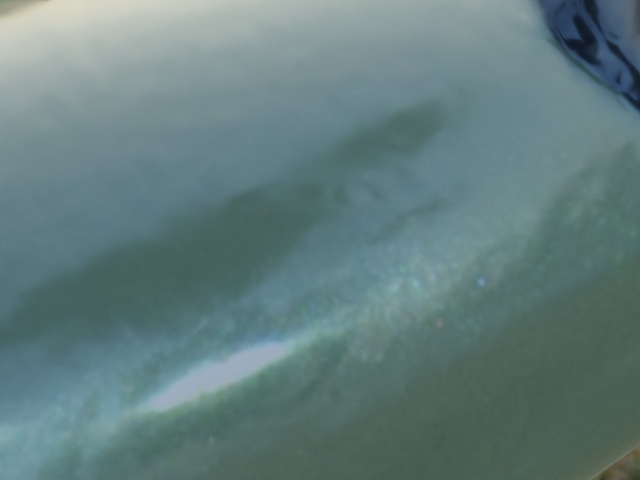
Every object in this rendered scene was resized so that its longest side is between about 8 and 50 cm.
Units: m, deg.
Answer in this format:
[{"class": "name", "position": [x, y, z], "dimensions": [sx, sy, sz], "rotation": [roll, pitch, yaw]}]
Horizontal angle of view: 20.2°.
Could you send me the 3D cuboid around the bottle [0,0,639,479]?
[{"class": "bottle", "position": [0.000, -0.002, 0.402], "dimensions": [0.347, 0.168, 0.168], "rotation": [-24, 54, -16]}]
